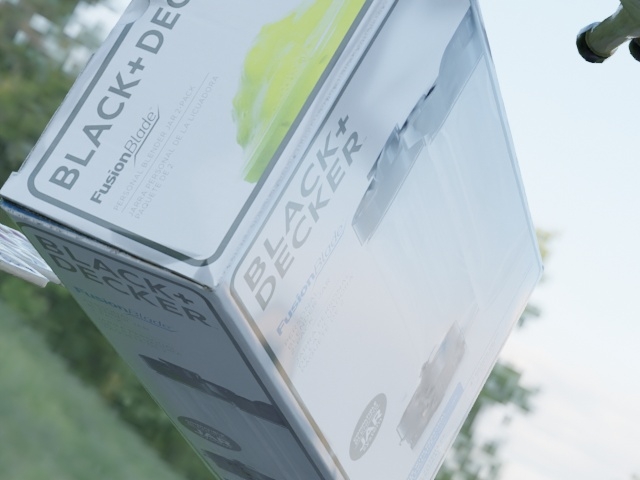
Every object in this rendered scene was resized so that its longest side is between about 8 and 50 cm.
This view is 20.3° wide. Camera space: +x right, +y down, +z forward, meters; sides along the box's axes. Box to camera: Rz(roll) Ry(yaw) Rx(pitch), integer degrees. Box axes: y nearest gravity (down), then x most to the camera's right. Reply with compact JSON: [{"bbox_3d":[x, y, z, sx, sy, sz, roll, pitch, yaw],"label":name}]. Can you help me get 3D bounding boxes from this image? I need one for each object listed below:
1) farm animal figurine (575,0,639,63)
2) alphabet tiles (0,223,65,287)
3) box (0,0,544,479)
[{"bbox_3d":[0.259,-0.084,0.768,0.330,0.327,0.172,-6,-14,-12],"label":"farm animal figurine"},{"bbox_3d":[-0.243,-0.021,1.080,0.237,0.009,0.198,27,2,-45],"label":"alphabet tiles"},{"bbox_3d":[0.000,0.000,0.706,0.087,0.169,0.290,22,-21,24],"label":"box"}]
